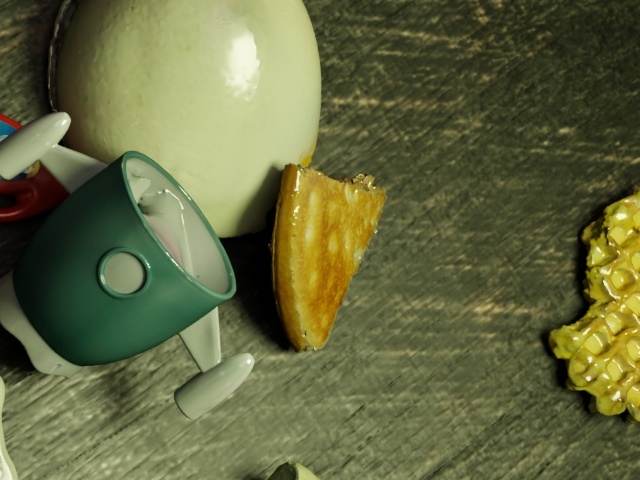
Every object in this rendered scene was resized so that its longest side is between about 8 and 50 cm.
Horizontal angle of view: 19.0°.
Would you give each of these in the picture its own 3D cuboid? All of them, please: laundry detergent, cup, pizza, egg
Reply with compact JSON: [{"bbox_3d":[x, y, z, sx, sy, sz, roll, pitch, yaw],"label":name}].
[{"bbox_3d":[-0.280,-0.058,1.736,0.165,0.049,0.097,26,75,-21],"label":"laundry detergent"},{"bbox_3d":[-0.189,0.032,1.684,0.173,0.167,0.299,-35,97,14],"label":"cup"},{"bbox_3d":[0.000,0.000,1.847,0.193,0.053,0.201,-31,127,-55],"label":"pizza"},{"bbox_3d":[-0.107,-0.151,1.776,0.264,0.174,0.286,1,82,-23],"label":"egg"}]

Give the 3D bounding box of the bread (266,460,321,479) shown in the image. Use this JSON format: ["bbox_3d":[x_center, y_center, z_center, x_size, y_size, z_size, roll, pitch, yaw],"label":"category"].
[{"bbox_3d":[-0.020,0.282,1.773,0.094,0.083,0.157,-3,82,-31],"label":"bread"}]

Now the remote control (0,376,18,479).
[{"bbox_3d":[-0.307,0.172,1.678,0.074,0.032,0.122,-7,81,-28],"label":"remote control"}]

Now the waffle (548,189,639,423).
[{"bbox_3d":[0.345,0.066,2.028,0.249,0.056,0.253,-3,82,-28],"label":"waffle"}]
